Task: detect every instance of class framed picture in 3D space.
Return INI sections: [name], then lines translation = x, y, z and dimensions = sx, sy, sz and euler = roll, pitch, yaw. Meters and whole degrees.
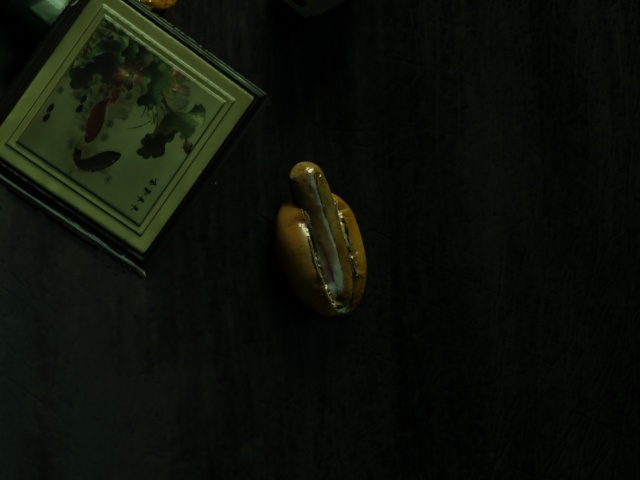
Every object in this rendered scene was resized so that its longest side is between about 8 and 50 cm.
[framed picture]
translation = -0.169, -0.096, 1.693
dimensions = 0.199, 0.010, 0.195
euler = 35, 90, -21

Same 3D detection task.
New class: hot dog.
[hot dog]
translation = 0.002, 0.000, 1.805
dimensions = 0.090, 0.060, 0.140
euler = -2, 76, -39

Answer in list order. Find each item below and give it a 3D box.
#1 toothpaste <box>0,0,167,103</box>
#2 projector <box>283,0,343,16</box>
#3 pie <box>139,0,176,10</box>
[toothpaste]
translation = -0.250, -0.225, 1.693
dimensions = 0.392, 0.061, 0.099
euler = 41, 66, -16
[projector]
translation = 0.029, -0.289, 1.862
dimensions = 0.061, 0.115, 0.147
euler = 37, 61, -19
[pie]
translation = -0.169, -0.237, 1.737
dimensions = 0.191, 0.033, 0.088
euler = -18, 79, -60
